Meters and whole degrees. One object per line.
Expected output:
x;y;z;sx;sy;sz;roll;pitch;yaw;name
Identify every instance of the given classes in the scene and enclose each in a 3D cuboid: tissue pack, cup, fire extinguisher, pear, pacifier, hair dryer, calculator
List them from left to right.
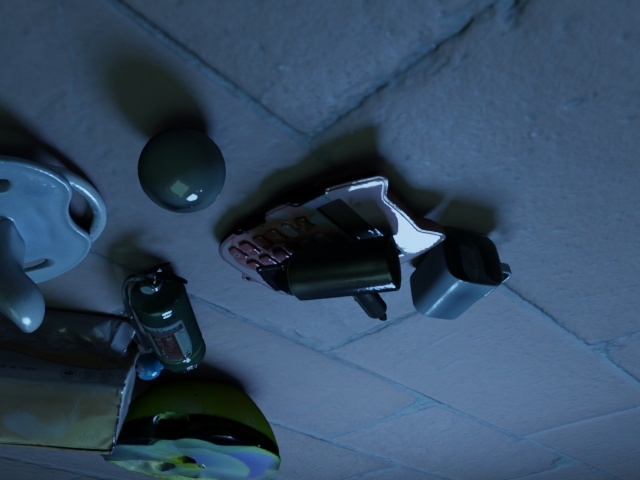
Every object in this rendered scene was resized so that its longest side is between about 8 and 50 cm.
-0.389;0.017;0.690;0.228;0.207;0.279;-12;149;-16;pacifier
-0.504;0.238;0.993;0.306;0.238;0.238;9;141;-11;tissue pack
-0.265;0.125;0.919;0.118;0.093;0.294;2;142;1;fire extinguisher
-0.286;0.428;1.246;0.399;0.165;0.398;0;142;0;pear
0.000;0.000;0.805;0.330;0.048;0.220;-24;137;31;calculator
0.041;0.083;0.827;0.196;0.078;0.248;-9;148;19;hair dryer
0.221;0.056;0.838;0.128;0.095;0.129;9;144;-15;cup

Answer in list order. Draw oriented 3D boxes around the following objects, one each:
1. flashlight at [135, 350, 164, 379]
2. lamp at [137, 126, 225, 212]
-0.326;0.242;1.067;0.051;0.051;0.129;-1;176;0;flashlight
-0.165;-0.083;0.645;0.105;0.105;0.105;0;142;0;lamp
